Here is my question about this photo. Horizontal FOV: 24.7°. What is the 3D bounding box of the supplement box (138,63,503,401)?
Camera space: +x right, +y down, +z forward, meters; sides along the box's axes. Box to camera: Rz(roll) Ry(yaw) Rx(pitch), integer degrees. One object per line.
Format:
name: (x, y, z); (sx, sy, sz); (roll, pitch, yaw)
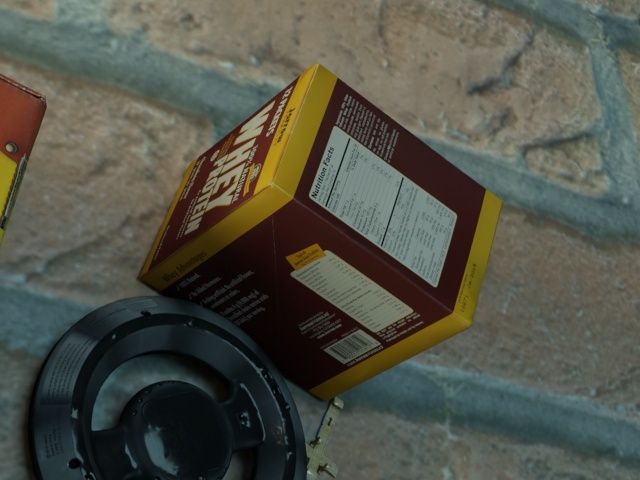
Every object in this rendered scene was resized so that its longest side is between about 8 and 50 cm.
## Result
supplement box: (0.000, 0.000, 1.156); (0.194, 0.191, 0.129); (36, 50, -20)

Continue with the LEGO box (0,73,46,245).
LEGO box: (-0.445, -0.007, 0.803); (0.500, 0.193, 0.373); (28, 52, -25)

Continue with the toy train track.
toy train track: (0.004, 0.161, 1.197); (0.048, 0.014, 0.083); (37, 49, -18)

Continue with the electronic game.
electronic game: (-0.109, 0.149, 1.089); (0.229, 0.048, 0.229); (17, 58, -29)
